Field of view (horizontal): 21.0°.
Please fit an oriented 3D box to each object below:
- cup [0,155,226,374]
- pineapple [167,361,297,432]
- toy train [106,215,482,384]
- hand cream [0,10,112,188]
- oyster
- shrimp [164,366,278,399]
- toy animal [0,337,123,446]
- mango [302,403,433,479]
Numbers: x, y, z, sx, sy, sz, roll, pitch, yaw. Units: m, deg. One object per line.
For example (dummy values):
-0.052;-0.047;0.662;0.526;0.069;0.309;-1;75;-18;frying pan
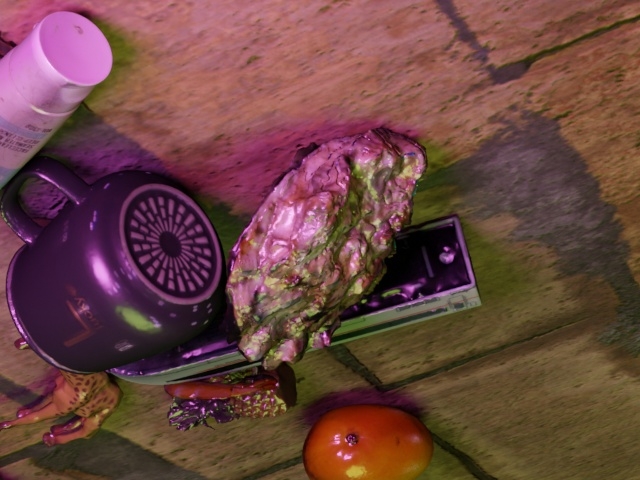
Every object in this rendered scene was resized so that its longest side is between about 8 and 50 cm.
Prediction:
-0.209;0.016;1.607;0.223;0.169;0.176;45;134;-17;cup
-0.108;0.187;2.024;0.159;0.074;0.074;-17;152;22;pineapple
-0.034;0.078;1.839;0.407;0.086;0.088;-15;157;6;toy train
-0.287;-0.086;1.463;0.111;0.070;0.312;18;143;-31;hand cream
0.006;0.005;1.637;0.259;0.092;0.198;-56;148;-14;oyster
-0.086;0.144;1.900;0.124;0.034;0.178;2;-170;39;shrimp
-0.284;0.163;1.921;0.149;0.054;0.275;3;151;-20;toy animal
0.067;0.267;2.198;0.145;0.112;0.219;-30;159;28;mango
